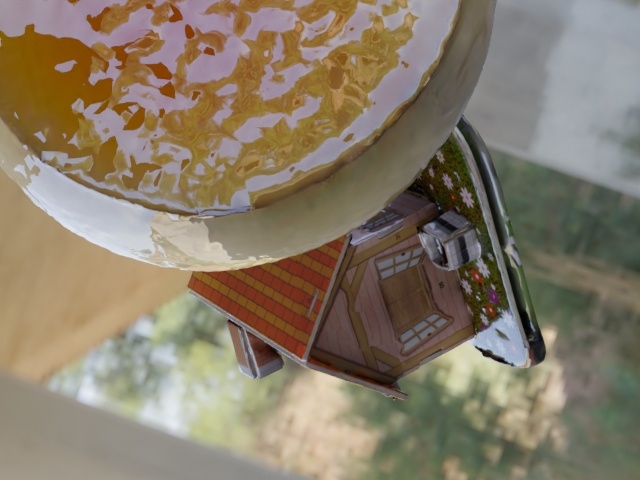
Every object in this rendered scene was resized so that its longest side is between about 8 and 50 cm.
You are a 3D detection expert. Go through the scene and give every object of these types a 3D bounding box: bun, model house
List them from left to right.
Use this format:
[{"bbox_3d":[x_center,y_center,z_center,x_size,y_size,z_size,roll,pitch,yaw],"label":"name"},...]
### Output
[{"bbox_3d":[-0.056,-0.130,1.044,0.165,0.299,0.299,81,-151,-79],"label":"bun"},{"bbox_3d":[0.000,0.001,1.373,0.154,0.294,0.207,-28,-65,-20],"label":"model house"}]
